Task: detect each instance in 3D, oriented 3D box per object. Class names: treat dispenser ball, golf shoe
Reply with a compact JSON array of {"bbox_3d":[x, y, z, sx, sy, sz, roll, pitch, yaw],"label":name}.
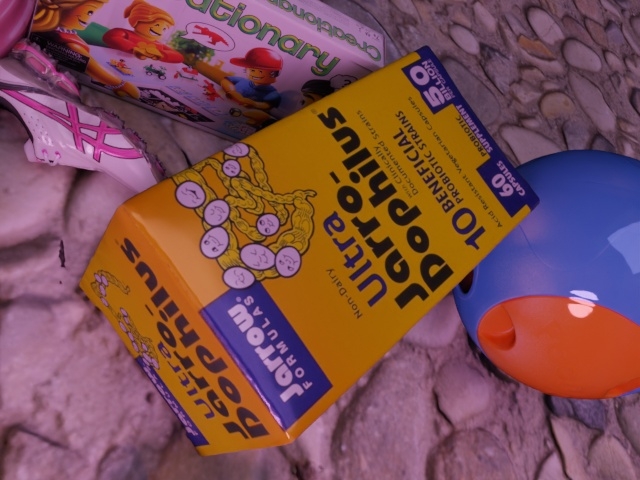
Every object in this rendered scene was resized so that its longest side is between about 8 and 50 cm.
[{"bbox_3d":[0.300,0.039,0.700,0.288,0.288,0.288,16,59,-28],"label":"treat dispenser ball"},{"bbox_3d":[-0.227,-0.093,0.557,0.186,0.067,0.086,41,77,-11],"label":"golf shoe"}]

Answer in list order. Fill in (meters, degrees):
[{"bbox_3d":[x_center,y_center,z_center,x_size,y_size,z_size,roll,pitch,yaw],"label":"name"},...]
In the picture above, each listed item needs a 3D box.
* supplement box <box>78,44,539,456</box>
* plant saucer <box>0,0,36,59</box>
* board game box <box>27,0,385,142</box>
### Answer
[{"bbox_3d":[0.000,0.000,0.551,0.356,0.195,0.194,-36,90,-35],"label":"supplement box"},{"bbox_3d":[-0.413,-0.273,0.497,0.332,0.084,0.332,16,58,-27],"label":"plant saucer"},{"bbox_3d":[-0.114,-0.191,0.592,0.305,0.193,0.053,18,58,-27],"label":"board game box"}]
